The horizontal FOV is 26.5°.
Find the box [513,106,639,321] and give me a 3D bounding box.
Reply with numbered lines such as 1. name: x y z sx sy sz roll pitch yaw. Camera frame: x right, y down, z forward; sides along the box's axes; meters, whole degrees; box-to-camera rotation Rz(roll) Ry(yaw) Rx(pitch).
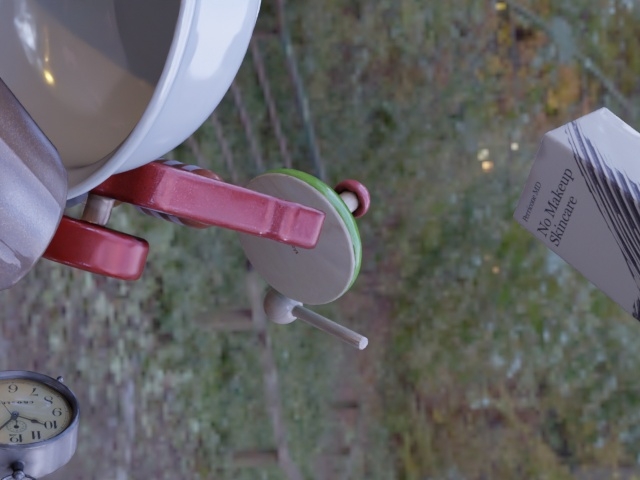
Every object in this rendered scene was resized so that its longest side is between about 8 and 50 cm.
1. box: 0.309 0.007 1.207 0.094 0.275 0.113 -24 142 -37

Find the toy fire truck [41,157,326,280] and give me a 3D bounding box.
1. toy fire truck: -0.176 -0.053 1.249 0.254 0.302 0.169 17 87 -47

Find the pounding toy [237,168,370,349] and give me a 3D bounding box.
1. pounding toy: 0.000 0.000 1.731 0.110 0.183 0.237 -38 129 -43

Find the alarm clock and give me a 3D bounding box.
1. alarm clock: -0.308 0.201 1.369 0.192 0.129 0.064 -116 -149 -59

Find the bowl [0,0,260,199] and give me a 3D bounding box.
1. bowl: -0.132 -0.171 0.870 0.134 0.297 0.298 0 87 -47

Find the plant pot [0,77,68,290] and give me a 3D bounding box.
1. plant pot: -0.225 -0.050 0.689 0.165 0.167 0.167 53 31 -48
